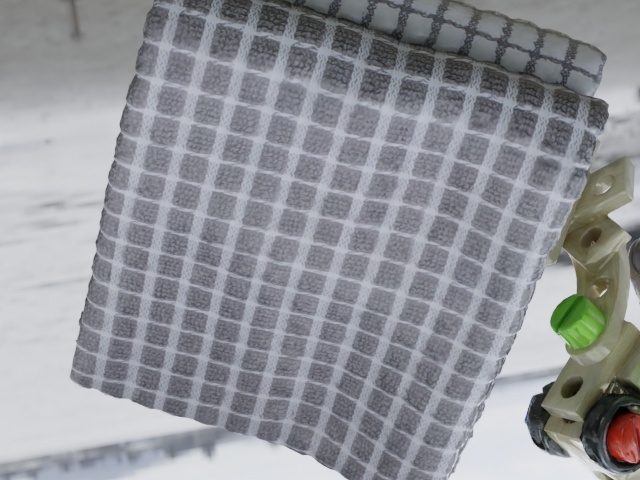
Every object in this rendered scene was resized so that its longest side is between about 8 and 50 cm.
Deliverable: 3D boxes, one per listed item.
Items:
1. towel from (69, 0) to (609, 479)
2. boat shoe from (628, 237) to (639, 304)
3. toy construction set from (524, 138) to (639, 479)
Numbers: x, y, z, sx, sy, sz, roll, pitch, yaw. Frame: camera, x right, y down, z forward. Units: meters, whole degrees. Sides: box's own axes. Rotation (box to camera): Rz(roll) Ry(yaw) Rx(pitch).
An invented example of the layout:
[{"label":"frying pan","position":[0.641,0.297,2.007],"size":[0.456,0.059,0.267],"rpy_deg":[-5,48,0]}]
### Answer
[{"label":"towel","position":[0.000,0.000,0.892],"size":[0.235,0.284,0.121],"rpy_deg":[15,-143,-2]},{"label":"boat shoe","position":[0.413,-0.004,1.732],"size":[0.130,0.132,0.355],"rpy_deg":[-17,-160,26]},{"label":"toy construction set","position":[0.243,0.081,1.086],"size":[0.327,0.215,0.151],"rpy_deg":[38,164,-12]}]
